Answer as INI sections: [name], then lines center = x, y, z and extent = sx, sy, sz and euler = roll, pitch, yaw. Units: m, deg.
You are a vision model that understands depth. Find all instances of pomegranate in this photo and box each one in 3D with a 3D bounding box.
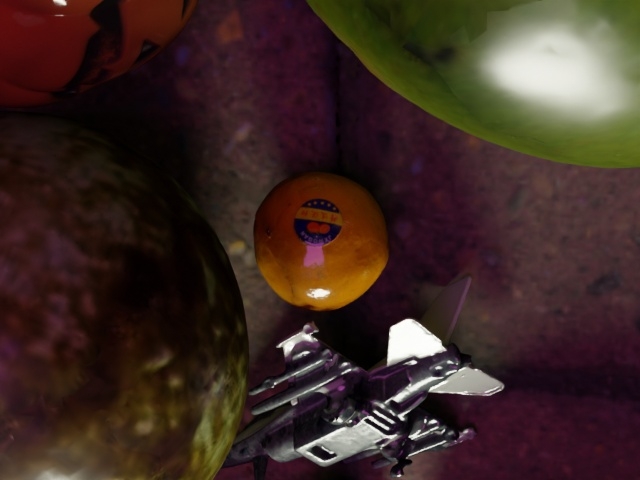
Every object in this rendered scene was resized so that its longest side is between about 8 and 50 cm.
[pomegranate]
center = 0.131, -0.187, 0.447
extent = 0.358, 0.216, 0.310
euler = -35, 106, 28

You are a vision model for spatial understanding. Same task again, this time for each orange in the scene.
[orange]
center = 0.000, 0.000, 0.638
extent = 0.084, 0.083, 0.083
euler = 4, 113, 10

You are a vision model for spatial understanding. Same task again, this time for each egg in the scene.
[egg]
center = -0.153, 0.063, 0.606
extent = 0.238, 0.238, 0.289
euler = -17, 139, 18

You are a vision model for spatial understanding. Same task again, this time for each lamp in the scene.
[lamp]
center = -0.144, -0.166, 0.560
extent = 0.188, 0.164, 0.187
euler = 21, 131, 26

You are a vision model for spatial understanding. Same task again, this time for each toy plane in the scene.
[toy plane]
center = 0.011, 0.112, 0.684
extent = 0.234, 0.082, 0.160
euler = -38, 127, 23
